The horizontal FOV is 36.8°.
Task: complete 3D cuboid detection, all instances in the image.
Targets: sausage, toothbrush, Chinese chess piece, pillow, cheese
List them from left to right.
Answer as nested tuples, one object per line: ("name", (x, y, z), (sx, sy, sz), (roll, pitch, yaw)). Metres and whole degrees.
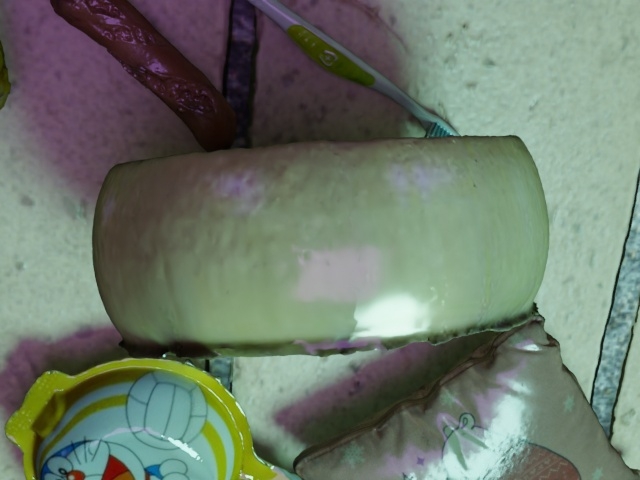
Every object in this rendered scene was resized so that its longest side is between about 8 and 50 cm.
("sausage", (-0.112, -0.118, 0.644), (0.158, 0.042, 0.036), (44, 61, -23))
("cheese", (-0.108, 0.182, 0.742), (0.270, 0.069, 0.177), (33, 102, -21))
("Chinese chess piece", (0.000, 0.000, 0.581), (0.270, 0.270, 0.112), (-5, 93, -8))
("toothbrush", (0.002, -0.136, 0.662), (0.263, 0.026, 0.022), (36, 134, -19))
("pillow", (0.129, 0.190, 0.776), (0.236, 0.084, 0.223), (-33, 114, 1))

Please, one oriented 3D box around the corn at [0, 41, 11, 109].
("corn", (-0.271, -0.205, 0.539), (0.119, 0.119, 0.322), (-23, 117, 0))
